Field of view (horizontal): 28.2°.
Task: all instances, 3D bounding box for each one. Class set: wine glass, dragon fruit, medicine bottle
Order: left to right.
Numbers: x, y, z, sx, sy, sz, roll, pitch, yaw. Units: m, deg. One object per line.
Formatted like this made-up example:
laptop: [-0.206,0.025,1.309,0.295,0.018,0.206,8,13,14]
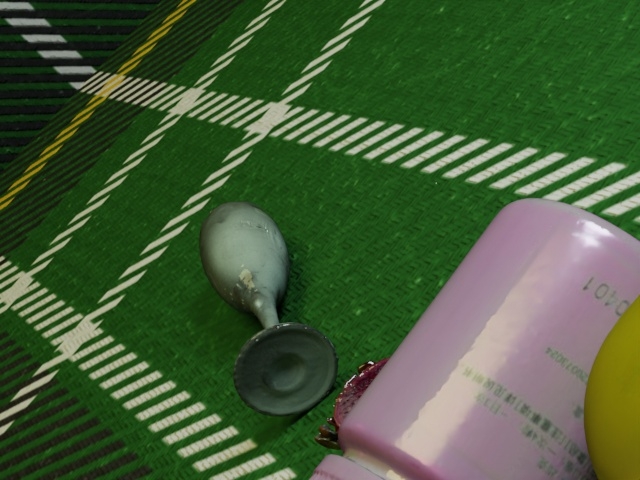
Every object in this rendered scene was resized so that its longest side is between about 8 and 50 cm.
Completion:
wine glass: [0.000,0.000,1.275,0.264,0.096,0.309,-42,26,8]
dragon fruit: [0.072,0.142,1.021,0.112,0.068,0.126,2,39,41]
medicine bottle: [0.115,0.133,0.846,0.291,0.178,0.178,-53,28,-15]

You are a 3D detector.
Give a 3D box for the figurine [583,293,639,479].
figurine: [0.280,0.039,0.676,0.340,0.231,0.323,-49,-9,11]
